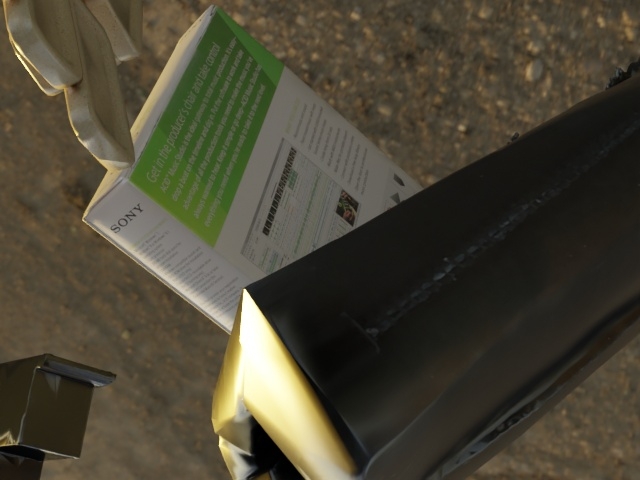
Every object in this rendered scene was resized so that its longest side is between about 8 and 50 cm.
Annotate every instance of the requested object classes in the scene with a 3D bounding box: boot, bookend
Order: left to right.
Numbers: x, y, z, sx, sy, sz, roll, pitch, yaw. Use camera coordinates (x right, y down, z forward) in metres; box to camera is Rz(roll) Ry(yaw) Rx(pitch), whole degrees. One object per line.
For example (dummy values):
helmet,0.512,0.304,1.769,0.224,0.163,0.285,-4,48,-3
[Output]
bookend,-0.266,0.190,1.015,0.072,0.156,0.157,23,154,-36
boot,0.148,0.047,0.660,0.146,0.445,0.367,37,150,30

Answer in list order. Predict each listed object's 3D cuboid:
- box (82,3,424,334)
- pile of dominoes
box,0.000,0.000,0.837,0.322,0.232,0.058,41,125,-20
pile of dominoes,-0.130,-0.153,0.342,0.040,0.196,0.251,-23,129,10
